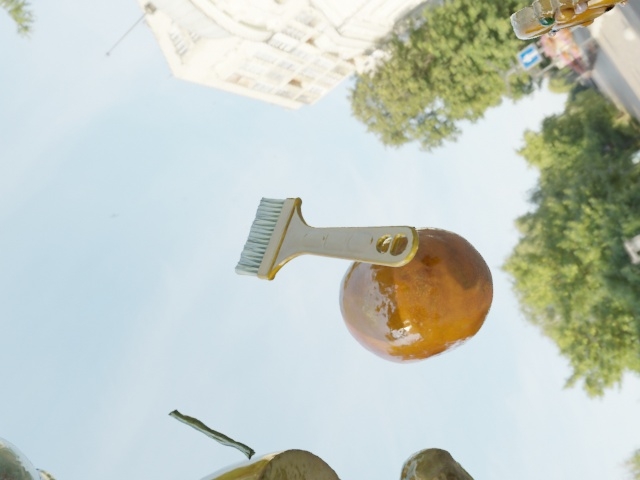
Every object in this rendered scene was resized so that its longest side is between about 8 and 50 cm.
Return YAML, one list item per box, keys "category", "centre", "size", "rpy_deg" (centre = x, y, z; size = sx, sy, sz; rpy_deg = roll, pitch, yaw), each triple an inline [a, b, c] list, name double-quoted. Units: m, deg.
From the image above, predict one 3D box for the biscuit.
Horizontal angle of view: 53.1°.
- category: "biscuit"
  centre: [0.329, -0.296, 0.817]
  size: [0.050, 0.170, 0.170]
  rpy_deg: [68, -156, -8]

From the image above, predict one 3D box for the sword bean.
- category: "sword bean"
  centre: [-0.094, 0.167, 0.555]
  size: [0.083, 0.012, 0.012]
  rpy_deg: [24, -155, 8]

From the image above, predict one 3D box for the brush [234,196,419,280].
- category: "brush"
  centre: [0.000, 0.000, 0.677]
  size: [0.013, 0.272, 0.103]
  rpy_deg: [29, -106, -37]

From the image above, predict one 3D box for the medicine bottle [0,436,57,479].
- category: "medicine bottle"
  centre: [-0.401, 0.312, 0.750]
  size: [0.143, 0.147, 0.147]
  rpy_deg: [67, -168, -45]

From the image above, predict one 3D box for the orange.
- category: "orange"
  centre: [0.173, 0.104, 1.172]
  size: [0.284, 0.284, 0.226]
  rpy_deg: [15, -130, -54]

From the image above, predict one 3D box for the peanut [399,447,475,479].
- category: "peanut"
  centre: [0.160, 0.349, 0.765]
  size: [0.095, 0.108, 0.226]
  rpy_deg: [-116, 4, -78]

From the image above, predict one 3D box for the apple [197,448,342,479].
- category: "apple"
  centre: [-0.078, 0.404, 0.743]
  size: [0.309, 0.314, 0.252]
  rpy_deg: [67, 166, -8]
